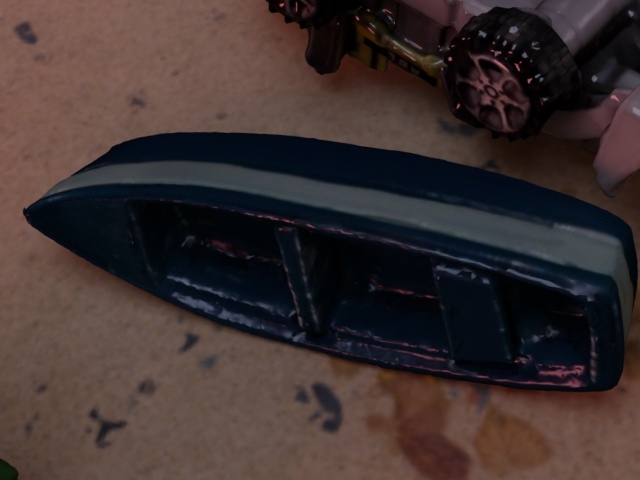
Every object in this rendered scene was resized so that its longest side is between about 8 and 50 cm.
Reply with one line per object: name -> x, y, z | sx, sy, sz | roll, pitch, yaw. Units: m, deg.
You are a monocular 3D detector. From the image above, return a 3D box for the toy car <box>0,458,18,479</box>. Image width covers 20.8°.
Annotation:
toy car -> -0.257, 0.187, 0.714 | 0.213, 0.176, 0.359 | 8, 65, 18

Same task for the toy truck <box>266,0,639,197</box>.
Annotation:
toy truck -> 0.082, -0.110, 0.836 | 0.286, 0.111, 0.136 | 32, 57, 23

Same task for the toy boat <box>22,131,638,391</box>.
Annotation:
toy boat -> 0.000, 0.000, 0.807 | 0.299, 0.096, 0.062 | 12, 55, 21
